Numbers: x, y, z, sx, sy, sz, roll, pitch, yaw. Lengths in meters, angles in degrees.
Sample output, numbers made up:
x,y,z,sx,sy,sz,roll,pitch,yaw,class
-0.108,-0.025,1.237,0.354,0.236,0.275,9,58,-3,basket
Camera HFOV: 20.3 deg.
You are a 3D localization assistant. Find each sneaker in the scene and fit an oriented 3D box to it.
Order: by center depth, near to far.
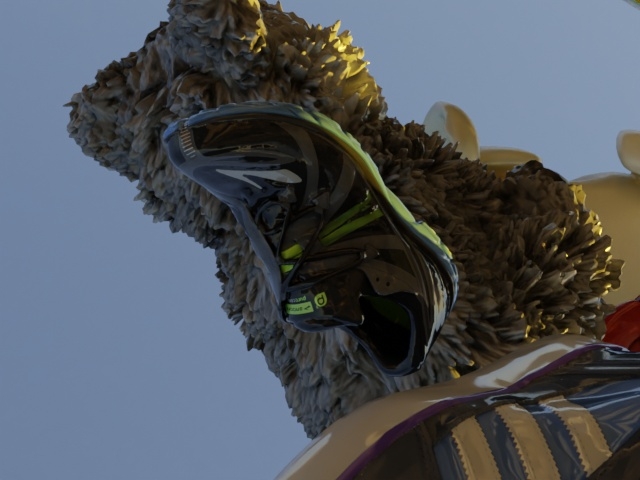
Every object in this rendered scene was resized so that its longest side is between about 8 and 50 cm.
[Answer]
x,y,z,sx,sy,sz,roll,pitch,yaw,class
0.130,0.146,0.768,0.236,0.130,0.322,18,-150,38,sneaker
0.000,0.000,0.854,0.188,0.067,0.078,42,-133,-33,sneaker

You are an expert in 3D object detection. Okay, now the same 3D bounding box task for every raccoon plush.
x,y,z,sx,sy,sz,roll,pitch,yaw,class
0.012,0.026,0.997,0.299,0.216,0.446,33,-161,-25,raccoon plush

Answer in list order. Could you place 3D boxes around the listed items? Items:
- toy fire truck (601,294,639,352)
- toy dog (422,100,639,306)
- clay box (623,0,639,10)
x,y,z,sx,sy,sz,roll,pitch,yaw,class
0.201,0.162,1.259,0.246,0.158,0.217,-10,-106,-16,toy fire truck
0.285,0.056,1.629,0.407,0.395,0.285,-2,-112,-10,toy dog
0.282,-0.282,1.600,0.222,0.127,0.053,30,-176,7,clay box
